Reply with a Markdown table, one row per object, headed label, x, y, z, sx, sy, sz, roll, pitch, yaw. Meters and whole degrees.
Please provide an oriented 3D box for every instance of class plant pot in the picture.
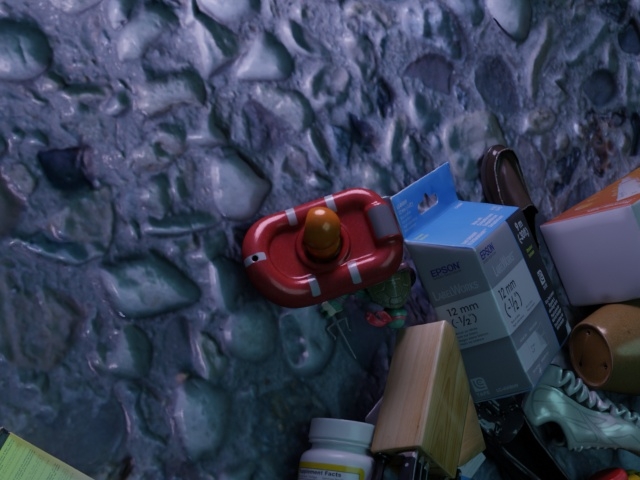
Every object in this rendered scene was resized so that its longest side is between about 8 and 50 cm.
| label | x | y | z | sx | sy | sz | roll | pitch | yaw |
| --- | --- | --- | --- | --- | --- | --- | --- | --- | --- |
| plant pot | 0.578 | 0.182 | 1.818 | 0.254 | 0.237 | 0.237 | -8 | 85 | -23 |

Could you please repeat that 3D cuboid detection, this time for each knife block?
| label | x | y | z | sx | sy | sz | roll | pitch | yaw |
| --- | --- | --- | --- | --- | --- | --- | --- | --- | --- |
| knife block | 0.129 | 0.271 | 1.443 | 0.242 | 0.088 | 0.275 | -13 | 88 | -54 |

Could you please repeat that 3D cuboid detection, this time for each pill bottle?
| label | x | y | z | sx | sy | sz | roll | pitch | yaw |
| --- | --- | --- | --- | --- | --- | --- | --- | --- | --- |
| pill bottle | 0.023 | 0.364 | 1.455 | 0.119 | 0.119 | 0.208 | 17 | 72 | -30 |

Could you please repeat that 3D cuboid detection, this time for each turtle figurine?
| label | x | y | z | sx | sy | sz | roll | pitch | yaw |
| --- | --- | --- | --- | --- | --- | --- | --- | --- | --- |
| turtle figurine | 0.088 | 0.054 | 1.565 | 0.175 | 0.118 | 0.234 | -5 | 78 | -34 |

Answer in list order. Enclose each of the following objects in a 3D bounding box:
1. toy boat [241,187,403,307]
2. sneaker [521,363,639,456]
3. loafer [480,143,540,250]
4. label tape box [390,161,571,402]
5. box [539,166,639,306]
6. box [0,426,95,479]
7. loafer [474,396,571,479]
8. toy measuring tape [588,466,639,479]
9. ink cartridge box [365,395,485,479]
| label | x | y | z | sx | sy | sz | roll | pitch | yaw |
| --- | --- | --- | --- | --- | --- | --- | --- | --- | --- |
| toy boat | 0.000 | 0.000 | 1.447 | 0.231 | 0.151 | 0.151 | -19 | 68 | -2 |
| sneaker | 0.463 | 0.321 | 1.776 | 0.292 | 0.110 | 0.118 | 30 | 73 | -17 |
| loafer | 0.343 | -0.064 | 1.774 | 0.080 | 0.078 | 0.220 | -12 | 88 | -35 |
| label tape box | 0.263 | 0.047 | 1.631 | 0.249 | 0.115 | 0.347 | -32 | 101 | -58 |
| box | 0.609 | -0.031 | 1.865 | 0.345 | 0.215 | 0.168 | -27 | 96 | -35 |
| box | -0.326 | 0.323 | 1.265 | 0.232 | 0.058 | 0.087 | 36 | 63 | -23 |
| loafer | 0.317 | 0.319 | 1.674 | 0.109 | 0.095 | 0.302 | -46 | 107 | -31 |
| toy measuring tape | 0.470 | 0.472 | 1.715 | 0.330 | 0.121 | 0.121 | -25 | 96 | -43 |
| ink cartridge box | 0.164 | 0.310 | 1.593 | 0.181 | 0.061 | 0.104 | 52 | 57 | -14 |
